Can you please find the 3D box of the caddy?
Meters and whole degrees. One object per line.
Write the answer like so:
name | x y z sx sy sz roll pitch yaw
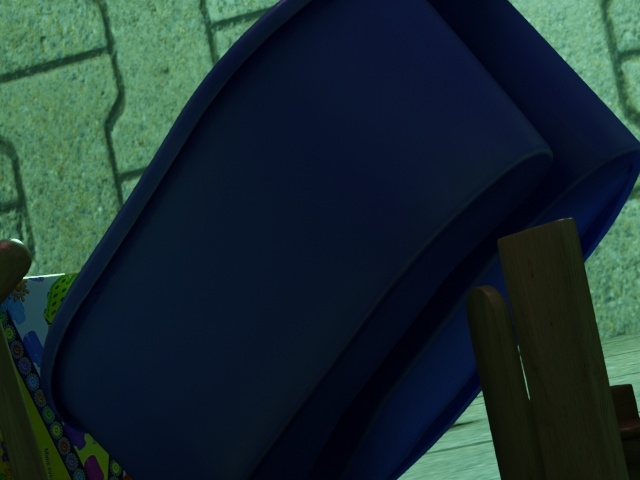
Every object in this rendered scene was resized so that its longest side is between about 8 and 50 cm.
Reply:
caddy | 0.000 0.000 0.817 0.341 0.179 0.241 -54 -23 23

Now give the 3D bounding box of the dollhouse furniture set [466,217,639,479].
dollhouse furniture set | 0.147 0.048 0.669 0.151 0.123 0.144 -11 -4 -19

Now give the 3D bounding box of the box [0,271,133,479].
box | -0.232 0.132 1.095 0.290 0.177 0.279 -14 -5 29

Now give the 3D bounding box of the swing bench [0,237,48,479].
swing bench | -0.264 0.118 0.618 0.255 0.165 0.253 -22 -9 40
